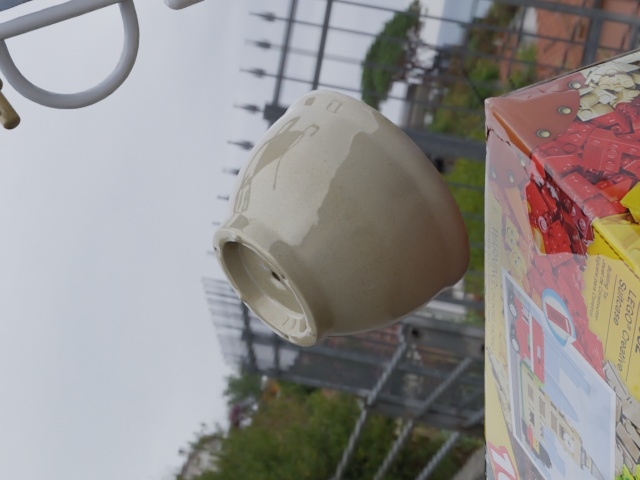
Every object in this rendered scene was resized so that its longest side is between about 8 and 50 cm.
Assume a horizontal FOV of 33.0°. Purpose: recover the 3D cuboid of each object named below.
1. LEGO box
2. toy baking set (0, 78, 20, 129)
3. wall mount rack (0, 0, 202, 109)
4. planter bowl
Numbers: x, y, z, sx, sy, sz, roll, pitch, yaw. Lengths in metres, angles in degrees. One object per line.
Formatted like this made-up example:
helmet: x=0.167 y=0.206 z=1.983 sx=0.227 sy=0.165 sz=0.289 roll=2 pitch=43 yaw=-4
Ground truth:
LEGO box: x=0.278 y=0.170 z=0.729 sx=0.372 sy=0.193 sz=0.500 roll=-121 pitch=16 yaw=-44
toy baking set: x=-0.336 y=-0.131 z=0.858 sx=0.030 sy=0.256 sz=0.197 roll=-45 pitch=-10 yaw=29
wall mount rack: x=-0.241 y=-0.221 z=0.702 sx=0.130 sy=0.304 sz=0.350 roll=39 pitch=148 yaw=59
planter bowl: x=0.000 y=0.000 z=0.700 sx=0.109 sy=0.162 sz=0.162 roll=-41 pitch=-21 yaw=-23
